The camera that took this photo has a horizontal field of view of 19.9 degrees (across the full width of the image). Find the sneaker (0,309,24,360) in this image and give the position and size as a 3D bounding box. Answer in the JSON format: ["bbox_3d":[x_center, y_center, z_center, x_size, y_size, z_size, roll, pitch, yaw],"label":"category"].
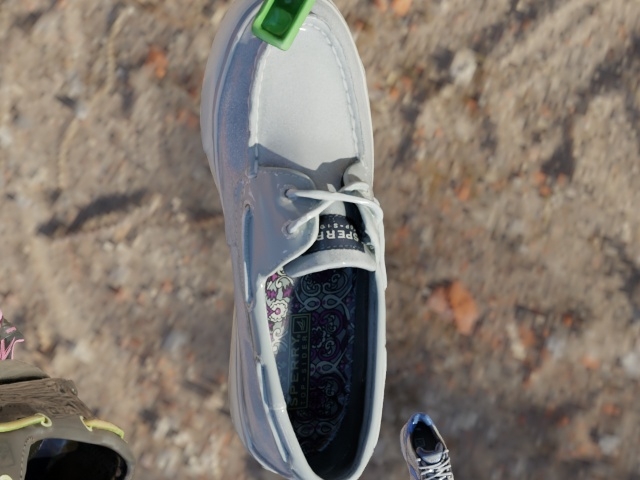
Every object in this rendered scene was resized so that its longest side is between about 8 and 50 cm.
[{"bbox_3d":[-0.310,0.121,1.697,0.047,0.119,0.057,-13,136,41],"label":"sneaker"}]

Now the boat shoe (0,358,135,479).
[{"bbox_3d":[-0.145,0.097,0.737,0.068,0.228,0.081,27,103,14],"label":"boat shoe"}]

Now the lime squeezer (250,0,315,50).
[{"bbox_3d":[0.053,-0.200,0.538,0.058,0.110,0.310,20,127,-2],"label":"lime squeezer"}]

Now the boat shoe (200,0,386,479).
[{"bbox_3d":[-0.001,0.001,0.801,0.079,0.081,0.228,-7,104,-23],"label":"boat shoe"}]

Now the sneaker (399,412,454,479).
[{"bbox_3d":[0.113,0.239,1.888,0.052,0.135,0.058,-14,149,-11],"label":"sneaker"}]
